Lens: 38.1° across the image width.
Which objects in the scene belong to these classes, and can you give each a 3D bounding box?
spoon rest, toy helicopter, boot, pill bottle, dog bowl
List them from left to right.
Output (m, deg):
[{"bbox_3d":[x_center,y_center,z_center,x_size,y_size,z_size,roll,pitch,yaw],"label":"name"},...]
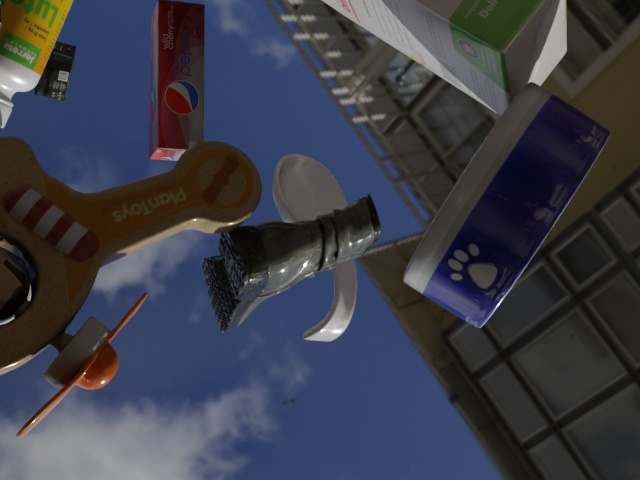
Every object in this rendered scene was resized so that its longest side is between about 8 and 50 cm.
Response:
[{"bbox_3d":[-0.416,-0.280,1.214,0.136,0.246,0.136,23,179,0],"label":"pill bottle"},{"bbox_3d":[-0.193,0.012,0.765,0.355,0.140,0.235,-23,-103,-31],"label":"toy helicopter"},{"bbox_3d":[-0.030,0.028,0.971,0.161,0.246,0.084,-14,-101,-19],"label":"boot"},{"bbox_3d":[0.000,0.000,1.319,0.137,0.084,0.277,9,-116,-44],"label":"spoon rest"},{"bbox_3d":[0.205,-0.037,1.034,0.104,0.265,0.265,33,-143,10],"label":"dog bowl"}]

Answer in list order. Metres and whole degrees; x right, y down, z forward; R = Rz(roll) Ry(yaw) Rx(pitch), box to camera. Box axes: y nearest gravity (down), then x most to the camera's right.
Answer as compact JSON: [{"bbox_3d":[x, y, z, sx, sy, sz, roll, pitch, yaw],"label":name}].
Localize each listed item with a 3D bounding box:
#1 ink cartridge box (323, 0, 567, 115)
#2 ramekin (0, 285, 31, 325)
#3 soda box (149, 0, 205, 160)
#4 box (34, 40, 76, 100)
[{"bbox_3d":[0.112,-0.310,1.096,0.353,0.119,0.207,37,177,20],"label":"ink cartridge box"},{"bbox_3d":[-0.426,0.016,1.152,0.272,0.127,0.273,20,180,0],"label":"ramekin"},{"bbox_3d":[-0.248,-0.274,1.603,0.083,0.092,0.264,1,-98,-19],"label":"soda box"},{"bbox_3d":[-0.434,-0.280,1.520,0.052,0.062,0.083,12,-142,-17],"label":"box"}]
